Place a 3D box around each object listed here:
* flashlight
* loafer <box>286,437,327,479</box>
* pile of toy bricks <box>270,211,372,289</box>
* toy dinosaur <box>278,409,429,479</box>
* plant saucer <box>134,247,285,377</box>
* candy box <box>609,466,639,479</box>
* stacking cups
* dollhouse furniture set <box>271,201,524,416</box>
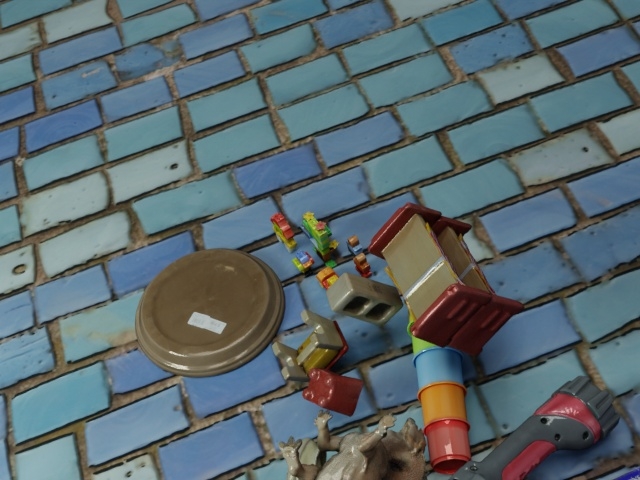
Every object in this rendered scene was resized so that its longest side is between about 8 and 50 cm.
[{"bbox_3d":[0.311,0.323,1.537,0.304,0.103,0.103,-36,27,-27],"label":"flashlight"},{"bbox_3d":[-0.002,0.426,1.555,0.092,0.102,0.268,-3,61,8],"label":"loafer"},{"bbox_3d":[0.000,0.000,1.883,0.118,0.105,0.212,-32,53,-14],"label":"pile of toy bricks"},{"bbox_3d":[0.047,0.353,1.494,0.296,0.200,0.127,-38,32,-14],"label":"toy dinosaur"},{"bbox_3d":[-0.203,0.118,1.877,0.278,0.041,0.278,-5,52,7],"label":"plant saucer"},{"bbox_3d":[0.481,0.451,1.355,0.268,0.122,0.317,-14,48,-30],"label":"candy box"},{"bbox_3d":[0.190,0.222,1.687,0.096,0.096,0.316,-6,56,7],"label":"stacking cups"},{"bbox_3d":[0.111,0.141,1.659,0.374,0.152,0.201,-49,43,26],"label":"dollhouse furniture set"}]
